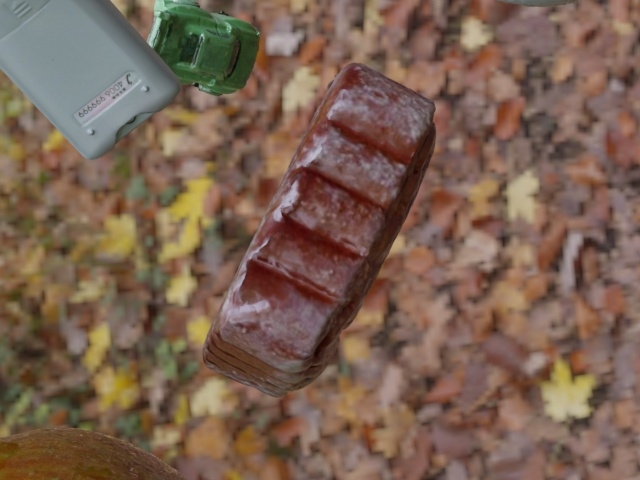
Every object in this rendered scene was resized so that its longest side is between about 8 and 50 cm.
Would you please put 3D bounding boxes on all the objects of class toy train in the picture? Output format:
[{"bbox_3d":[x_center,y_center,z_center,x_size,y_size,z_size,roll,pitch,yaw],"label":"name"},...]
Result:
[{"bbox_3d":[-0.127,-0.197,1.901,0.081,0.149,0.099,31,105,55],"label":"toy train"}]

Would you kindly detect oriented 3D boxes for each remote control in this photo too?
[{"bbox_3d":[-0.231,-0.184,1.437,0.103,0.293,0.051,-37,32,7],"label":"remote control"}]

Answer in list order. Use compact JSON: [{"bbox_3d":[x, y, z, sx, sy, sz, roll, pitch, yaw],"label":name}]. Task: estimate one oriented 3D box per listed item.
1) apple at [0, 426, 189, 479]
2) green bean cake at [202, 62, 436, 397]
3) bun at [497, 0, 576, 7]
[{"bbox_3d":[-0.258,0.366,1.701,0.400,0.333,0.400,-62,8,15],"label":"apple"},{"bbox_3d":[0.000,0.000,0.814,0.136,0.056,0.135,125,170,-77],"label":"green bean cake"},{"bbox_3d":[0.122,-0.201,1.085,0.083,0.140,0.141,136,123,-74],"label":"bun"}]
